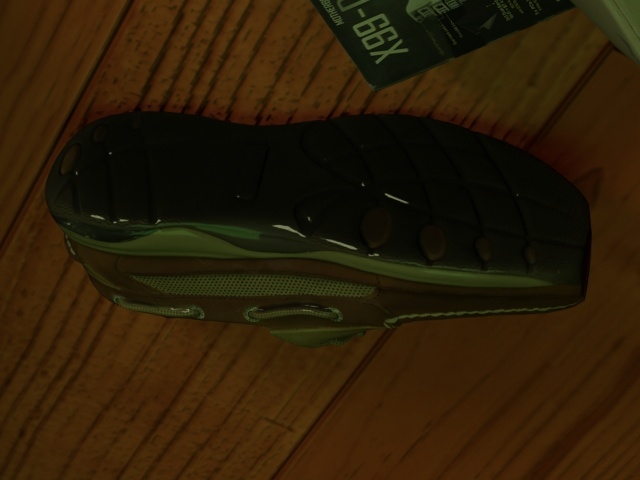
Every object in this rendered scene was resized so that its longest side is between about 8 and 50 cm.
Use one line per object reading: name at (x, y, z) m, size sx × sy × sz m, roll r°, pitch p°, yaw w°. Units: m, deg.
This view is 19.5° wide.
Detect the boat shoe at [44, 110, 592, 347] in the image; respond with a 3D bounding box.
boat shoe at (0.000, 0.000, 1.121) m, size 0.324 × 0.122 × 0.120 m, roll 8°, pitch 137°, yaw 12°

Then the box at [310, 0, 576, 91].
box at (0.056, -0.243, 0.916) m, size 0.242 × 0.076 × 0.307 m, roll -22°, pitch 124°, yaw 25°

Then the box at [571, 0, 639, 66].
box at (0.226, -0.214, 0.801) m, size 0.311 × 0.148 × 0.121 m, roll -37°, pitch 120°, yaw 5°
